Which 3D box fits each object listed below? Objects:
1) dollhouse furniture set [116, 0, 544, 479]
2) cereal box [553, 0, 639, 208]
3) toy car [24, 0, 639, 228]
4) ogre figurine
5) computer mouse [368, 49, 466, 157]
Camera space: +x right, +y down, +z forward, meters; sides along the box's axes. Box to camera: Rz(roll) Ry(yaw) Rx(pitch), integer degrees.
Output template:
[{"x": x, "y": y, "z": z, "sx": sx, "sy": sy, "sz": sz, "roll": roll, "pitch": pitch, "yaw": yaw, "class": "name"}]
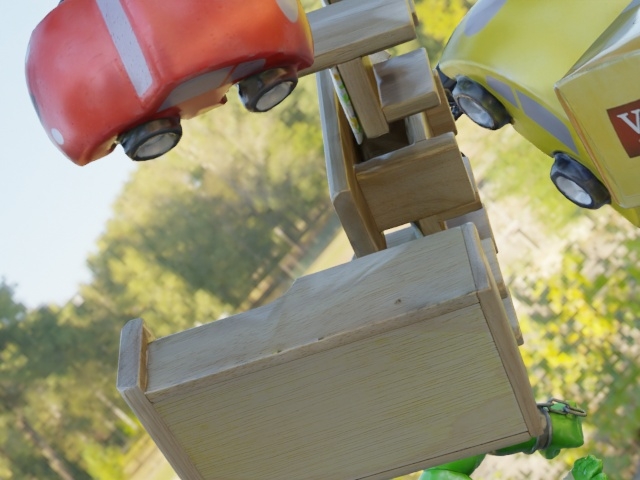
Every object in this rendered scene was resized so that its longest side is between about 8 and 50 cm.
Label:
[{"x": 0.000, "y": 0.000, "z": 0.610, "sx": 0.160, "sy": 0.212, "sz": 0.242, "roll": -18, "pitch": 38, "yaw": 10, "class": "dollhouse furniture set"}, {"x": 0.191, "y": -0.105, "z": 0.344, "sx": 0.173, "sy": 0.047, "sz": 0.240, "roll": -18, "pitch": 19, "yaw": 47, "class": "cereal box"}, {"x": 0.027, "y": -0.126, "z": 0.408, "sx": 0.053, "sy": 0.238, "sz": 0.225, "roll": 89, "pitch": -172, "yaw": -78, "class": "toy car"}, {"x": 0.108, "y": 0.189, "z": 0.760, "sx": 0.097, "sy": 0.118, "sz": 0.197, "roll": 169, "pitch": 116, "yaw": -75, "class": "ogre figurine"}, {"x": 0.122, "y": -0.171, "z": 1.100, "sx": 0.262, "sy": 0.184, "sz": 0.060, "roll": -48, "pitch": 45, "yaw": 34, "class": "computer mouse"}]
